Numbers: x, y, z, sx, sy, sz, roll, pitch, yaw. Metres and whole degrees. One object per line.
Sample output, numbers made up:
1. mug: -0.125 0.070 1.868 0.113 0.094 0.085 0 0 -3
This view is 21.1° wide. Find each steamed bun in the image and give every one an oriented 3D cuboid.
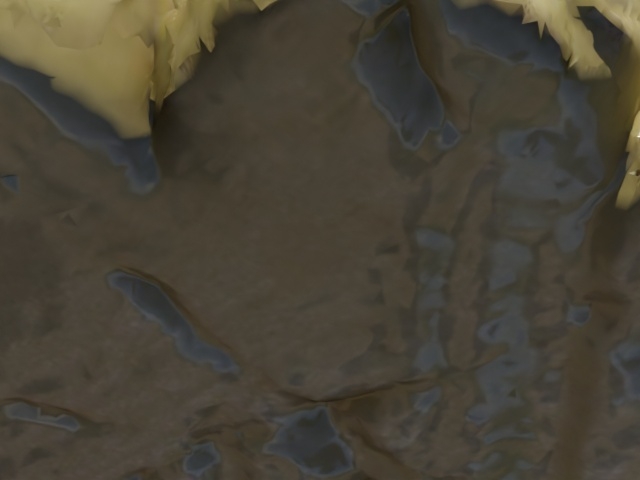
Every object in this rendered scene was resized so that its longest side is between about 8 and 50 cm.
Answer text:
1. steamed bun: 0.000 0.000 0.440 0.292 0.295 0.137 33 43 -23
